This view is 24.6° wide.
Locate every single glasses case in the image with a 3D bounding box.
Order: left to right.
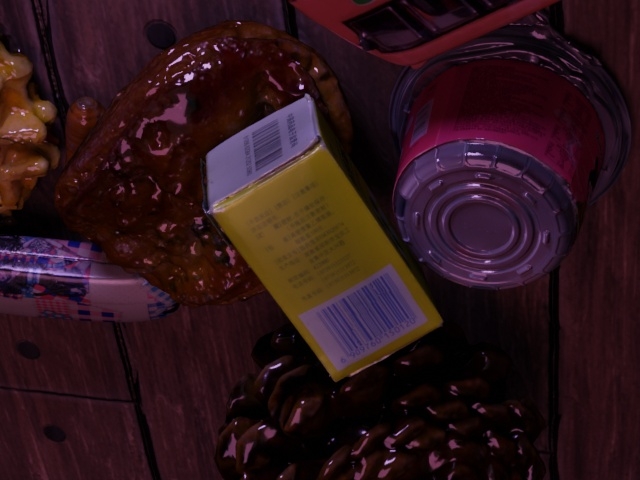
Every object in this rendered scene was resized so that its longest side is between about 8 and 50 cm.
[{"bbox_3d":[-0.333,0.048,1.805,0.327,0.076,0.125,5,151,-1],"label":"glasses case"}]

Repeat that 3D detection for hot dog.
[{"bbox_3d":[-0.128,-0.071,1.598,0.267,0.174,0.387,30,133,-20],"label":"hot dog"}]

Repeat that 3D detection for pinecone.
[{"bbox_3d":[0.055,0.260,1.724,0.398,0.397,0.397,9,132,11],"label":"pinecone"}]

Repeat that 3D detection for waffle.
[{"bbox_3d":[-0.498,-0.143,1.724,0.380,0.095,0.382,37,133,-18],"label":"waffle"}]

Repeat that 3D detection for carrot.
[{"bbox_3d":[-0.285,-0.089,1.730,0.048,0.048,0.216,21,138,0],"label":"carrot"}]

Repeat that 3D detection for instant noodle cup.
[{"bbox_3d":[0.177,-0.068,1.495,0.258,0.181,0.302,-3,128,22],"label":"instant noodle cup"}]

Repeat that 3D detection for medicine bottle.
[{"bbox_3d":[0.000,0.000,1.466,0.141,0.137,0.250,-29,116,10],"label":"medicine bottle"}]

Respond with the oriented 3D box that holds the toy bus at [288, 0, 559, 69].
[{"bbox_3d":[0.162,-0.316,1.243,0.427,0.203,0.233,-21,131,37],"label":"toy bus"}]
